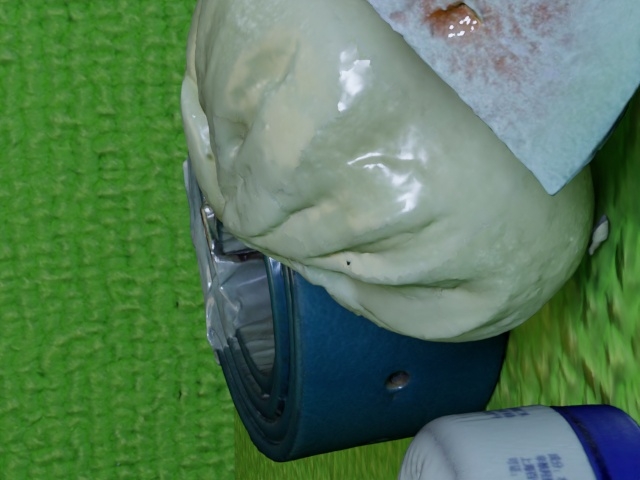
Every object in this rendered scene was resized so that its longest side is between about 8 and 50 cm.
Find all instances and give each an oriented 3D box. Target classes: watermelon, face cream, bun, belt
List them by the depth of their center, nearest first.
[{"bbox_3d":[0.051,-0.159,0.648,0.320,0.213,0.290,169,96,-71],"label":"watermelon"},{"bbox_3d":[0.103,0.186,0.773,0.206,0.111,0.206,176,90,-82],"label":"face cream"},{"bbox_3d":[0.018,-0.049,0.803,0.259,0.160,0.259,46,173,7],"label":"bun"},{"bbox_3d":[0.000,0.000,1.142,0.436,0.173,0.300,-149,53,-79],"label":"belt"}]
